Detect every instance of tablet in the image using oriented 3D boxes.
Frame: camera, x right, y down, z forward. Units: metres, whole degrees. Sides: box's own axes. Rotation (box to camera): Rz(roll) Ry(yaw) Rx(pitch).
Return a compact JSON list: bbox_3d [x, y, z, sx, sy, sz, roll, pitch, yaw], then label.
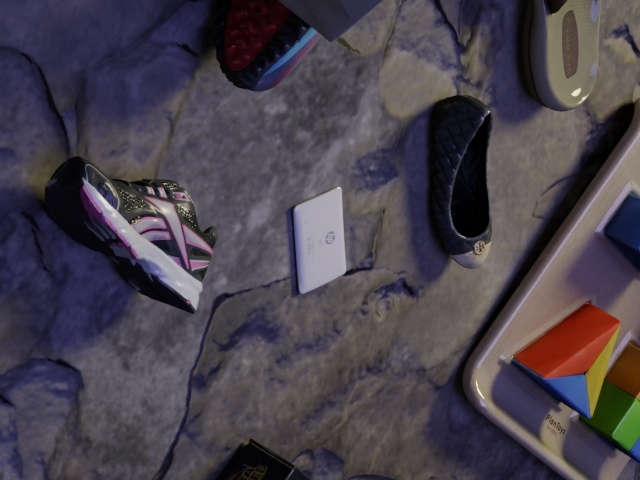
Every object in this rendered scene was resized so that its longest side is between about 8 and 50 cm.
[{"bbox_3d":[0.000,0.000,1.542,0.054,0.006,0.083,-25,125,-35],"label":"tablet"}]

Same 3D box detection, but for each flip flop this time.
[{"bbox_3d":[0.223,-0.234,1.596,0.112,0.080,0.277,-29,127,-32],"label":"flip flop"}]

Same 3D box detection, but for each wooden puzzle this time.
[{"bbox_3d":[0.320,0.078,1.836,0.322,0.080,0.348,39,80,-46],"label":"wooden puzzle"}]

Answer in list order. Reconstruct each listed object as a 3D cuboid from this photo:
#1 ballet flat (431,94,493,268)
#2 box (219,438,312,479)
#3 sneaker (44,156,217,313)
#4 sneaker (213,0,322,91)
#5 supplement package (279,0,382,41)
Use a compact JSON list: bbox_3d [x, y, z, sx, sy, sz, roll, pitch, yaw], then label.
[{"bbox_3d":[0.130,-0.047,1.614,0.057,0.049,0.173,-29,127,-31],"label":"ballet flat"},{"bbox_3d":[-0.053,0.367,1.612,0.295,0.073,0.293,-55,137,-11],"label":"box"},{"bbox_3d":[-0.137,-0.020,1.366,0.077,0.072,0.178,-64,147,-18],"label":"sneaker"},{"bbox_3d":[0.026,-0.208,1.400,0.262,0.104,0.125,-55,138,-10],"label":"sneaker"},{"bbox_3d":[0.029,-0.310,1.233,0.199,0.198,0.263,38,78,-7],"label":"supplement package"}]
